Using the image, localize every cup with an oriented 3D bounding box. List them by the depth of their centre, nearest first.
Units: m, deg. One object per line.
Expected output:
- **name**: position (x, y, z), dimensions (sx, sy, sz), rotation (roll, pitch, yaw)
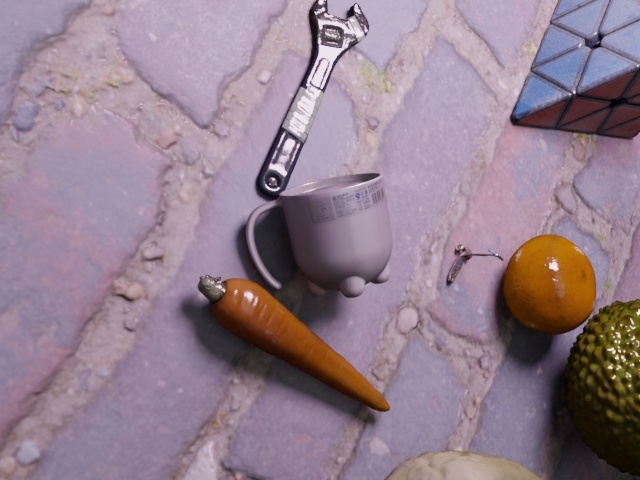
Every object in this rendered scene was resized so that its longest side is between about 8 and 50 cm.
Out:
- **cup**: position (0.009, 0.000, 0.919), dimensions (0.173, 0.134, 0.142), rotation (-17, 103, -31)

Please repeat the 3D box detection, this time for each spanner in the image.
- **spanner**: position (-0.018, -0.203, 0.986), dimensions (0.087, 0.024, 0.316), rotation (29, 74, -23)

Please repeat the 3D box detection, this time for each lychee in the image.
- **lychee**: position (0.509, 0.233, 1.119), dimensions (0.320, 0.270, 0.270), rotation (41, 68, -17)

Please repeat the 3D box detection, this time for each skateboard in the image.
- **skateboard**: position (0.228, 0.036, 1.070), dimensions (0.032, 0.083, 0.064), rotation (37, 70, -23)

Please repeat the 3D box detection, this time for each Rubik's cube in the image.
- **Rubik's cube**: position (0.480, -0.287, 1.207), dimensions (0.233, 0.228, 0.228), rotation (23, 117, 9)

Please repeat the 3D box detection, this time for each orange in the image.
- **orange**: position (0.354, 0.069, 1.120), dimensions (0.156, 0.124, 0.156), rotation (17, 65, -41)

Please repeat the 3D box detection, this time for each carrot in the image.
- **carrot**: position (-0.024, 0.137, 0.933), dimensions (0.336, 0.069, 0.069), rotation (37, 69, -26)

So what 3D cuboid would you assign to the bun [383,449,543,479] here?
- **bun**: position (0.161, 0.443, 0.917), dimensions (0.349, 0.227, 0.352), rotation (-24, 101, -29)
